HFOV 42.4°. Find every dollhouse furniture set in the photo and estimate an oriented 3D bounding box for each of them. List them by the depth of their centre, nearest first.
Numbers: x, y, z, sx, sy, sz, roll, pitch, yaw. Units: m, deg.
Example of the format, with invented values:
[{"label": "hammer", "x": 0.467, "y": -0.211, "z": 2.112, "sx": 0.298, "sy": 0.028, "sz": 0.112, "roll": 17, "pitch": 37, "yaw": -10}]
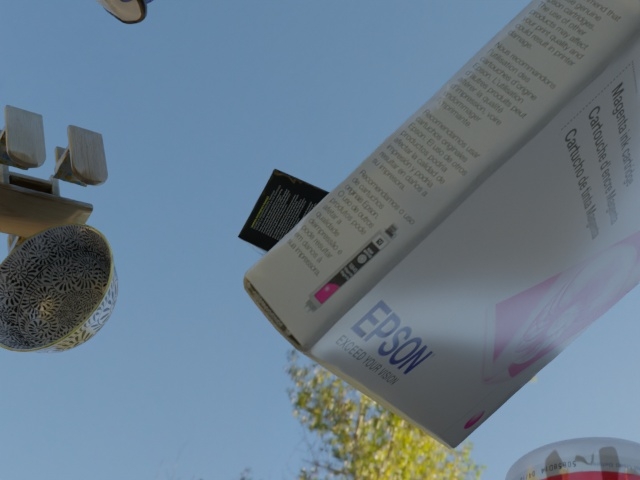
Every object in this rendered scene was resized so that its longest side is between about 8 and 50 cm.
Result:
[{"label": "dollhouse furniture set", "x": -0.388, "y": -0.027, "z": 0.948, "sx": 0.242, "sy": 0.161, "sz": 0.212, "roll": 15, "pitch": -50, "yaw": -36}]

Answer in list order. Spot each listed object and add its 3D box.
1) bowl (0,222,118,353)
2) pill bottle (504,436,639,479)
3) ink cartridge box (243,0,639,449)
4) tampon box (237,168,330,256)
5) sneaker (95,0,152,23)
[{"label": "bowl", "x": -0.300, "y": 0.071, "z": 0.970, "sx": 0.170, "sy": 0.170, "sz": 0.080, "roll": -7, "pitch": -36, "yaw": 18}, {"label": "pill bottle", "x": 0.324, "y": 0.449, "z": 0.918, "sx": 0.229, "sy": 0.407, "sz": 0.229, "roll": 5, "pitch": -44, "yaw": 5}, {"label": "ink cartridge box", "x": 0.151, "y": -0.014, "z": 0.542, "sx": 0.330, "sy": 0.071, "sz": 0.324, "roll": -42, "pitch": -32, "yaw": 2}, {"label": "tampon box", "x": 0.000, "y": 0.000, "z": 1.042, "sx": 0.161, "sy": 0.120, "sz": 0.101, "roll": 25, "pitch": -99, "yaw": 19}, {"label": "sneaker", "x": -0.142, "y": -0.239, "z": 0.528, "sx": 0.182, "sy": 0.315, "sz": 0.127, "roll": 37, "pitch": -92, "yaw": -26}]
